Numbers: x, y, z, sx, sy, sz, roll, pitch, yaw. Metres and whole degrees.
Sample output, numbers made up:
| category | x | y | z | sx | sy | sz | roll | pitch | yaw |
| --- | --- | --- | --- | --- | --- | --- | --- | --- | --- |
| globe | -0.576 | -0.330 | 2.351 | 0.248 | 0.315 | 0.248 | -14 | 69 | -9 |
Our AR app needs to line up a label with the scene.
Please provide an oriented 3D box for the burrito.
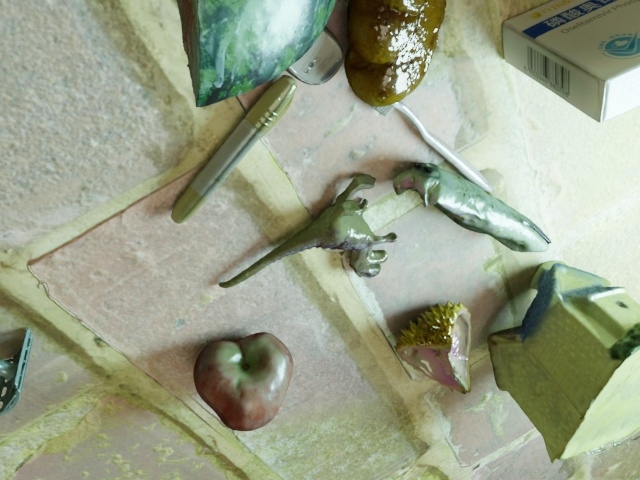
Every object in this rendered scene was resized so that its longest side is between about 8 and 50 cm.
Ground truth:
| category | x | y | z | sx | sy | sz | roll | pitch | yaw |
| --- | --- | --- | --- | --- | --- | --- | --- | --- | --- |
| burrito | 0.237 | -0.045 | 0.941 | 0.309 | 0.096 | 0.066 | 20 | 98 | -34 |

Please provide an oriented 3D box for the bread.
| category | x | y | z | sx | sy | sz | roll | pitch | yaw |
| --- | --- | --- | --- | --- | --- | --- | --- | --- | --- |
| bread | 0.088 | -0.307 | 0.649 | 0.124 | 0.084 | 0.344 | -33 | 142 | -40 |

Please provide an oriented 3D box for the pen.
| category | x | y | z | sx | sy | sz | roll | pitch | yaw |
| --- | --- | --- | --- | --- | --- | --- | --- | --- | --- |
| pen | -0.106 | -0.107 | 0.759 | 0.233 | 0.032 | 0.040 | -47 | 156 | 18 |

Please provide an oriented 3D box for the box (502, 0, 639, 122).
| category | x | y | z | sx | sy | sz | roll | pitch | yaw |
| --- | --- | --- | --- | --- | --- | --- | --- | --- | --- |
| box | 0.426 | -0.275 | 0.763 | 0.343 | 0.200 | 0.065 | -25 | 132 | -5 |

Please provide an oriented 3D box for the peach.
| category | x | y | z | sx | sy | sz | roll | pitch | yaw |
| --- | --- | --- | --- | --- | --- | --- | --- | --- | --- |
| peach | -0.121 | 0.215 | 0.963 | 0.152 | 0.152 | 0.152 | -14 | 132 | -16 |

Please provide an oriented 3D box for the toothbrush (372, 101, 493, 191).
| category | x | y | z | sx | sy | sz | roll | pitch | yaw |
| --- | --- | --- | --- | --- | --- | --- | --- | --- | --- |
| toothbrush | 0.159 | -0.133 | 0.871 | 0.029 | 0.025 | 0.307 | -41 | 134 | 22 |

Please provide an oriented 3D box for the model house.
| category | x | y | z | sx | sy | sz | roll | pitch | yaw |
| --- | --- | --- | --- | --- | --- | --- | --- | --- | --- |
| model house | 0.487 | 0.193 | 1.142 | 0.261 | 0.266 | 0.321 | -6 | 128 | -30 |

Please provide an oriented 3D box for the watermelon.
| category | x | y | z | sx | sy | sz | roll | pitch | yaw |
| --- | --- | --- | --- | --- | --- | --- | --- | --- | --- |
| watermelon | -0.070 | -0.294 | 0.540 | 0.176 | 0.256 | 0.260 | 21 | 138 | 13 |

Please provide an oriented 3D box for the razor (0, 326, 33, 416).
| category | x | y | z | sx | sy | sz | roll | pitch | yaw |
| --- | --- | --- | --- | --- | --- | --- | --- | --- | --- |
| razor | -0.468 | 0.123 | 0.743 | 0.232 | 0.106 | 0.068 | 31 | 110 | -31 |

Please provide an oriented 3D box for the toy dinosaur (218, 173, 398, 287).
| category | x | y | z | sx | sy | sz | roll | pitch | yaw |
| --- | --- | --- | --- | --- | --- | --- | --- | --- | --- |
| toy dinosaur | 0.003 | 0.003 | 0.881 | 0.251 | 0.072 | 0.199 | -10 | 142 | -32 |

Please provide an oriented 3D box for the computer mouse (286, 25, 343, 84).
| category | x | y | z | sx | sy | sz | roll | pitch | yaw |
| --- | --- | --- | --- | --- | --- | --- | --- | --- | --- |
| computer mouse | -0.017 | -0.217 | 0.703 | 0.066 | 0.039 | 0.096 | -46 | 146 | 15 |

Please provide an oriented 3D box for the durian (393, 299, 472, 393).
| category | x | y | z | sx | sy | sz | roll | pitch | yaw |
| --- | --- | --- | --- | --- | --- | --- | --- | --- | --- |
| durian | 0.212 | 0.192 | 1.101 | 0.182 | 0.132 | 0.165 | 17 | 126 | -40 |
